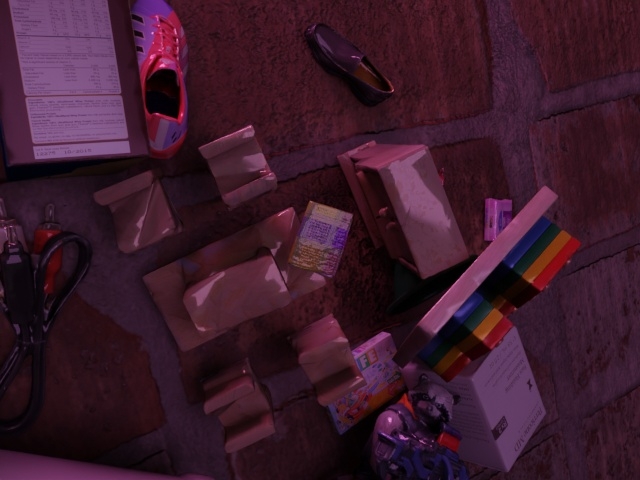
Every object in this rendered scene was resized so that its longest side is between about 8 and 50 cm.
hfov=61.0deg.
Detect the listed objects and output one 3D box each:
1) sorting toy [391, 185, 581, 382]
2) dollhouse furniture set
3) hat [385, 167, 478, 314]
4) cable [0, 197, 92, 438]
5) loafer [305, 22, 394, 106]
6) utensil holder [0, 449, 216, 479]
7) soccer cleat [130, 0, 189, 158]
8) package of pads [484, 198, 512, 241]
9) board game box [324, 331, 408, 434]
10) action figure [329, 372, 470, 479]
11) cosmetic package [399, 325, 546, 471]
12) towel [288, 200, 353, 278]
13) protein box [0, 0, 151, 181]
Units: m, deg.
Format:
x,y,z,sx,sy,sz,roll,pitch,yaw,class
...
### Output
x,y,z,sx,sy,sz,roll,pitch,yaw,class
0.233,0.087,0.772,0.089,0.255,0.257,42,74,15,sorting toy
-0.039,0.011,0.777,0.394,0.256,0.362,-25,103,-4,dollhouse furniture set
0.151,0.003,0.931,0.208,0.173,0.183,-10,62,-48,hat
-0.358,0.093,0.672,0.139,0.072,0.287,-6,106,-36,cable
0.052,-0.286,0.866,0.170,0.061,0.062,35,76,-24,loafer
-0.324,0.375,0.537,0.385,0.327,0.328,23,81,-24,utensil holder
-0.199,-0.220,0.682,0.083,0.095,0.248,6,66,-27,soccer cleat
0.342,-0.039,1.045,0.050,0.032,0.083,0,91,-27,package of pads
0.070,0.236,0.907,0.154,0.026,0.103,-28,103,-25,board game box
0.079,0.334,0.801,0.330,0.178,0.341,-47,138,-12,action figure
0.260,0.256,0.926,0.151,0.151,0.184,-35,107,-36,cosmetic package
0.000,0.000,0.645,0.060,0.009,0.083,17,96,-11,towel
-0.291,-0.178,0.605,0.136,0.200,0.201,-9,96,-29,protein box
